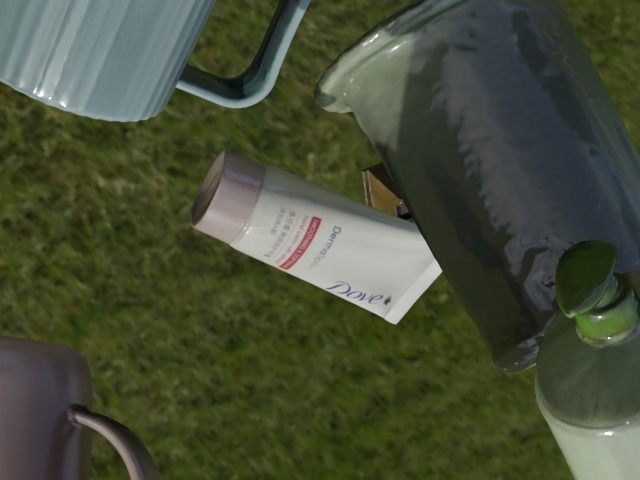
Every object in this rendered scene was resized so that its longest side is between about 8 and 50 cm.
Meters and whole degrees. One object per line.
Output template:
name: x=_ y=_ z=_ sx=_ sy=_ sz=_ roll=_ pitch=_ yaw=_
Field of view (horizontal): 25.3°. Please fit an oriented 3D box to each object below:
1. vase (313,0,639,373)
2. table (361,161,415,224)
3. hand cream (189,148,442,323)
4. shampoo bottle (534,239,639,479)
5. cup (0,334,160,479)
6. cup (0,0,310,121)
vase: x=0.159 y=-0.051 z=1.177 sx=0.245 sy=0.291 sz=0.245 roll=-25 pitch=172 yaw=-4
table: x=0.106 y=-0.051 z=1.679 sx=0.083 sy=0.082 sz=0.070 roll=-22 pitch=128 yaw=-17
hand cream: x=0.000 y=0.000 z=1.371 sx=0.247 sy=0.083 sz=0.133 roll=23 pitch=134 yaw=-15
shampoo bottle: x=0.166 y=0.095 z=0.705 sx=0.234 sy=0.087 sz=0.118 roll=63 pitch=37 yaw=-30
cup: x=-0.234 y=0.173 z=1.046 sx=0.191 sy=0.252 sz=0.200 roll=30 pitch=64 yaw=-69
cup: x=-0.188 y=-0.307 z=1.487 sx=0.331 sy=0.257 sz=0.311 roll=4 pitch=123 yaw=-42
